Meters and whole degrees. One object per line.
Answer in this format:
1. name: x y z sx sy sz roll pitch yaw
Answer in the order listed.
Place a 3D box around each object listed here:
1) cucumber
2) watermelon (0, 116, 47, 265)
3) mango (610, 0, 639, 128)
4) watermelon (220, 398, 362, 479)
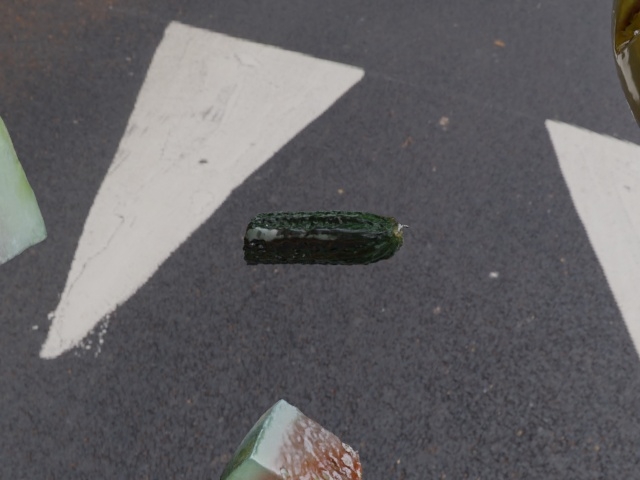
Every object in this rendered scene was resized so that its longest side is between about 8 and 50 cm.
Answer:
1. cucumber: 0.001 -0.001 0.934 0.265 0.077 0.077 1 30 39
2. watermelon: -0.275 -0.054 0.340 0.193 0.310 0.231 -3 51 9
3. mango: 0.329 -0.076 0.456 0.253 0.182 0.365 -14 71 -39
4. watermelon: -0.005 0.359 1.105 0.257 0.140 0.193 35 28 -2
